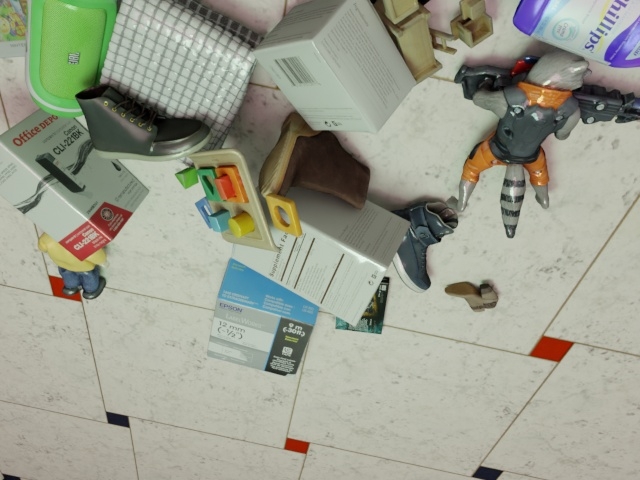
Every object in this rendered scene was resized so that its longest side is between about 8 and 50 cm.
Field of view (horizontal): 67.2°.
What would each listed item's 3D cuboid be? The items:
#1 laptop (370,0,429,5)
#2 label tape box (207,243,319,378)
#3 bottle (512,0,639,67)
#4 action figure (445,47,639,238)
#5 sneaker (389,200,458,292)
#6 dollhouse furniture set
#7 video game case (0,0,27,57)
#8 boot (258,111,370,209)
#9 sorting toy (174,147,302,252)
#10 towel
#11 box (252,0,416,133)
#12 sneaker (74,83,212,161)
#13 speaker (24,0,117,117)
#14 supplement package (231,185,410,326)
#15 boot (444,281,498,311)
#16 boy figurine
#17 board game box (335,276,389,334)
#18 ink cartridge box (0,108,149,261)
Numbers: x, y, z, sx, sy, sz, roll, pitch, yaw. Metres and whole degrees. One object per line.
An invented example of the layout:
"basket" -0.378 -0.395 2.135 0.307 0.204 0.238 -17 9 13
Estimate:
"laptop" 0.093 -0.568 0.602 0.382 0.236 0.407 -26 92 44
"label tape box" -0.140 0.186 1.231 0.249 0.115 0.347 16 130 -3
"bottle" 0.417 -0.300 0.657 0.283 0.092 0.118 25 137 7
"action figure" 0.393 -0.172 0.828 0.342 0.178 0.330 6 138 9
"sneaker" 0.236 0.015 1.050 0.163 0.086 0.226 -20 121 26
"dollhouse furniture set" 0.166 -0.370 0.739 0.161 0.101 0.182 -32 145 4
"video game case" -0.551 -0.443 0.867 0.193 0.023 0.212 0 127 9
"boot" 0.005 -0.118 0.884 0.207 0.248 0.090 34 132 -19
"sorting toy" -0.163 -0.063 0.840 0.348 0.047 0.196 8 126 51
"towel" -0.257 -0.291 0.877 0.235 0.121 0.283 23 131 -17
"box" 0.021 -0.277 0.770 0.182 0.119 0.181 46 165 -35
"sneaker" -0.304 -0.204 0.823 0.222 0.083 0.118 -2 134 8
"speaker" -0.421 -0.347 0.809 0.131 0.131 0.296 29 138 -13
"supplement package" 0.000 0.000 0.980 0.293 0.177 0.175 29 129 8
"boot" 0.365 0.140 1.158 0.119 0.042 0.087 -5 135 22
"boy figurine" -0.619 0.020 1.197 0.177 0.092 0.285 9 128 3
"board game box" 0.103 0.162 1.226 0.126 0.026 0.186 6 128 5
"ink cartridge box" -0.526 -0.125 1.000 0.114 0.197 0.273 -29 119 26
